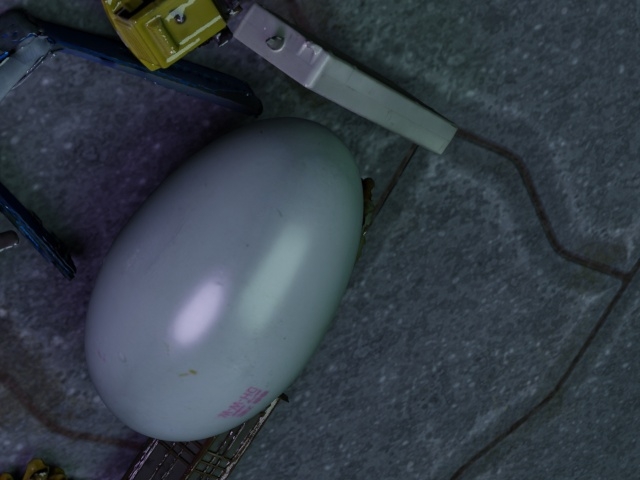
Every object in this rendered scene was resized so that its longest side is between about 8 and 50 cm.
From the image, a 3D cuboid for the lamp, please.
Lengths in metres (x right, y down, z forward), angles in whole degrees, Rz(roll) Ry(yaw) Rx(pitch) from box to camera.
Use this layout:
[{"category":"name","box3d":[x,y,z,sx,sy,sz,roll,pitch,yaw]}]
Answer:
[{"category":"lamp","box3d":[-0.172,0.280,1.806,0.325,0.089,0.090,-57,145,1]}]

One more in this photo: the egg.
[{"category":"egg","box3d":[-0.094,0.039,1.572,0.230,0.230,0.371,16,117,-42]}]

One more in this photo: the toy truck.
[{"category":"toy truck","box3d":[-0.078,-0.278,1.500,0.286,0.111,0.136,-41,134,-9]}]

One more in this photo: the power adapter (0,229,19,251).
[{"category":"power adapter","box3d":[-0.406,0.024,1.452,0.255,0.124,0.187,-26,134,-13]}]

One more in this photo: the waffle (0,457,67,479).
[{"category":"waffle","box3d":[-0.359,0.358,1.790,0.229,0.051,0.231,-36,135,-14]}]

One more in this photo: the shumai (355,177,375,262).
[{"category":"shumai","box3d":[0.002,0.004,1.736,0.184,0.142,0.184,-16,126,-24]}]

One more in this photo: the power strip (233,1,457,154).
[{"category":"power strip","box3d":[0.030,-0.159,1.590,0.043,0.106,0.367,-57,154,8]}]

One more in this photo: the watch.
[{"category":"watch","box3d":[-0.219,-0.125,1.536,0.276,0.068,0.274,-43,135,-4]}]
